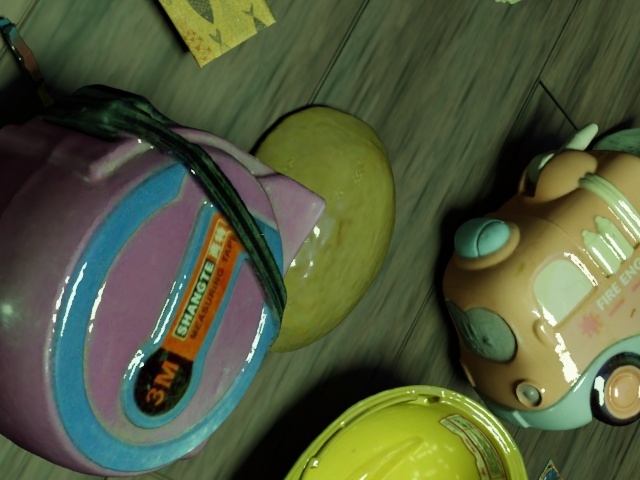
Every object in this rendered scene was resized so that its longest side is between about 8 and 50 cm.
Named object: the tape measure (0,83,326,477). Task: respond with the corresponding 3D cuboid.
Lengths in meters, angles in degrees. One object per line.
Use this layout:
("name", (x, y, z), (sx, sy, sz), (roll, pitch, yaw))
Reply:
("tape measure", (-0.123, 0.031, 0.741), (0.245, 0.149, 0.231), (34, 79, -54))

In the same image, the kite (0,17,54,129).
("kite", (-0.190, -0.006, 0.765), (0.152, 0.015, 0.285), (-39, 128, -30))

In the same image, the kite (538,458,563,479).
("kite", (0.254, 0.365, 1.335), (0.321, 0.016, 0.234), (-9, 110, -43))

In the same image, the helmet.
("helmet", (0.046, 0.241, 0.996), (0.257, 0.140, 0.205), (-29, 90, -24))

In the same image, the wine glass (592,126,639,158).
("wine glass", (0.349, -0.016, 1.237), (0.111, 0.111, 0.204), (-34, 122, -33))

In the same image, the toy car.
("toy car", (0.230, 0.033, 1.081), (0.270, 0.180, 0.212), (-44, 108, -14))

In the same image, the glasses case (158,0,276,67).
("glasses case", (-0.097, -0.202, 0.770), (0.065, 0.041, 0.170), (-31, 129, 2))

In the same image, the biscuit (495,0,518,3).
("biscuit", (0.177, -0.290, 1.038), (0.152, 0.020, 0.152), (-19, 117, -41))

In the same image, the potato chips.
("potato chips", (0.001, -0.001, 0.929), (0.208, 0.062, 0.195), (-41, 131, -31))
